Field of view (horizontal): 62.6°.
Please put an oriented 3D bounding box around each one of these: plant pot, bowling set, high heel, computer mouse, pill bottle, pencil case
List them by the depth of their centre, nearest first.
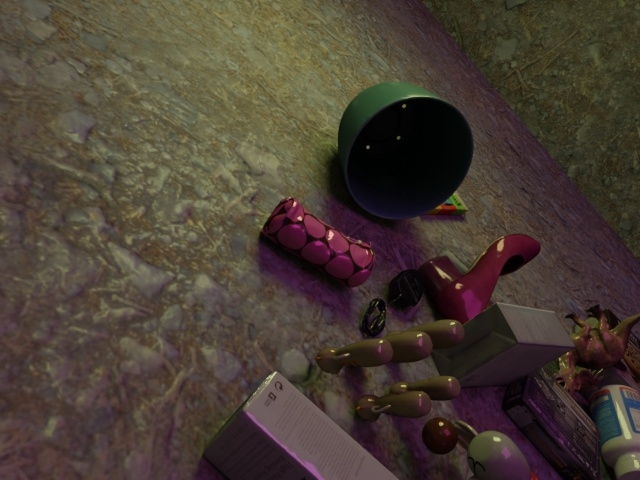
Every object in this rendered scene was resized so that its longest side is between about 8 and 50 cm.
[{"bbox_3d":[0.119,0.239,0.835,0.287,0.154,0.200,4,73,-47],"label":"bowling set"},{"bbox_3d":[0.000,0.000,0.965,0.209,0.095,0.098,33,71,-23],"label":"pencil case"},{"bbox_3d":[0.140,0.122,1.046,0.242,0.041,0.071,-30,96,-50],"label":"computer mouse"},{"bbox_3d":[0.411,0.100,1.226,0.377,0.127,0.181,-15,55,-24],"label":"high heel"},{"bbox_3d":[0.170,-0.233,1.232,0.293,0.293,0.235,26,24,-28],"label":"plant pot"},{"bbox_3d":[0.717,0.463,1.237,0.124,0.124,0.221,37,36,-14],"label":"pill bottle"}]

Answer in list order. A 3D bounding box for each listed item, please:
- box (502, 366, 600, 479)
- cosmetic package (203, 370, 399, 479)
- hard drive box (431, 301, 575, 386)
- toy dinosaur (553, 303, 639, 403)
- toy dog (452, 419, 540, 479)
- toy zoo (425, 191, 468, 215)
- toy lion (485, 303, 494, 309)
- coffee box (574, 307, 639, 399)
[{"bbox_3d":[0.506,0.389,1.143,0.231,0.056,0.183,49,33,3],"label":"box"},{"bbox_3d":[-0.013,0.279,0.625,0.231,0.117,0.085,41,35,4],"label":"cosmetic package"},{"bbox_3d":[0.367,0.216,1.060,0.232,0.181,0.089,13,45,-40],"label":"hard drive box"},{"bbox_3d":[0.680,0.281,1.313,0.295,0.127,0.200,-17,63,-4],"label":"toy dinosaur"},{"bbox_3d":[0.295,0.440,0.777,0.333,0.220,0.161,45,72,2],"label":"toy dog"},{"bbox_3d":[0.292,-0.157,1.493,0.293,0.030,0.192,-3,57,-48],"label":"toy zoo"},{"bbox_3d":[0.380,0.165,1.263,0.100,0.034,0.096,52,42,9],"label":"toy lion"},{"bbox_3d":[0.814,0.350,1.461,0.168,0.119,0.297,43,34,-4],"label":"coffee box"}]
